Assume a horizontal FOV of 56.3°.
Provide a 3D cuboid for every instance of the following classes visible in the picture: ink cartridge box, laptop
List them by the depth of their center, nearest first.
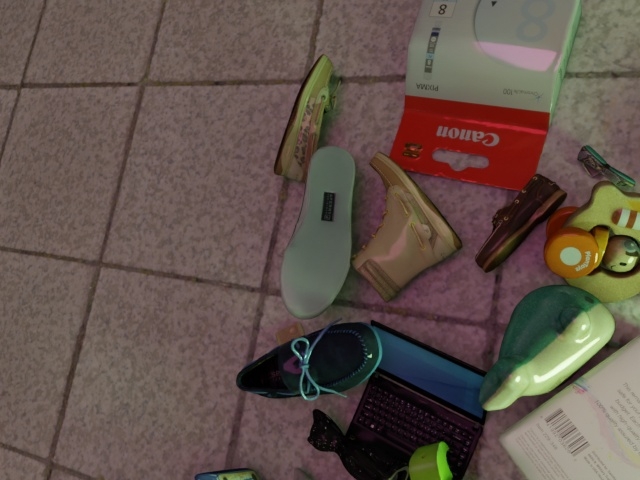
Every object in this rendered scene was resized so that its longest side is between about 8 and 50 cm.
[{"bbox_3d":[0.472,0.313,0.928,0.306,0.131,0.226,-39,64,10],"label":"ink cartridge box"},{"bbox_3d":[0.159,0.315,1.068,0.234,0.136,0.265,22,87,28],"label":"laptop"},{"bbox_3d":[0.309,-0.313,1.185,0.308,0.091,0.385,15,82,27],"label":"ink cartridge box"}]

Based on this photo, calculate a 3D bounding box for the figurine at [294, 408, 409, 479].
[{"bbox_3d":[0.034,0.454,1.114,0.209,0.092,0.215,25,101,35],"label":"figurine"}]

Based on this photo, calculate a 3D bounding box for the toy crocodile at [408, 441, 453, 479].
[{"bbox_3d":[0.260,0.493,0.980,0.341,0.105,0.115,52,124,9],"label":"toy crocodile"}]

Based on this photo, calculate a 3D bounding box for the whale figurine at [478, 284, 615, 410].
[{"bbox_3d":[0.342,0.165,0.958,0.141,0.272,0.216,50,144,27],"label":"whale figurine"}]

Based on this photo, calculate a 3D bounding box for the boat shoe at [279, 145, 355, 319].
[{"bbox_3d":[-0.008,-0.003,1.227,0.135,0.156,0.367,8,67,-2],"label":"boat shoe"}]

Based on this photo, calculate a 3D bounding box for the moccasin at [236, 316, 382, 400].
[{"bbox_3d":[-0.031,0.248,1.123,0.342,0.116,0.138,-34,66,40],"label":"moccasin"}]

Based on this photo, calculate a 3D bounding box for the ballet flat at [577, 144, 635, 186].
[{"bbox_3d":[0.510,-0.124,1.077,0.041,0.041,0.114,-45,63,8],"label":"ballet flat"}]

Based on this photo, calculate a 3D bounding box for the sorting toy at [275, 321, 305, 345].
[{"bbox_3d":[-0.056,0.221,1.261,0.062,0.012,0.083,-27,64,11],"label":"sorting toy"}]

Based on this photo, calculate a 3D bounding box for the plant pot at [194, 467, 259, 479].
[{"bbox_3d":[-0.202,0.567,1.125,0.212,0.236,0.236,-35,65,5],"label":"plant pot"}]

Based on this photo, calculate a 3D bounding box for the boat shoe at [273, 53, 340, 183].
[{"bbox_3d":[-0.021,-0.269,1.332,0.089,0.104,0.285,20,91,-10],"label":"boat shoe"}]

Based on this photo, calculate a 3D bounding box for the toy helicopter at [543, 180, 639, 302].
[{"bbox_3d":[0.546,-0.028,0.951,0.235,0.140,0.355,41,120,3],"label":"toy helicopter"}]

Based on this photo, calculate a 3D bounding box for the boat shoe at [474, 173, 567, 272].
[{"bbox_3d":[0.356,-0.033,1.104,0.207,0.073,0.073,-45,64,0],"label":"boat shoe"}]

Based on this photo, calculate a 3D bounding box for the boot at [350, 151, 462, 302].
[{"bbox_3d":[0.128,-0.030,1.196,0.203,0.095,0.262,-40,70,12],"label":"boot"}]
